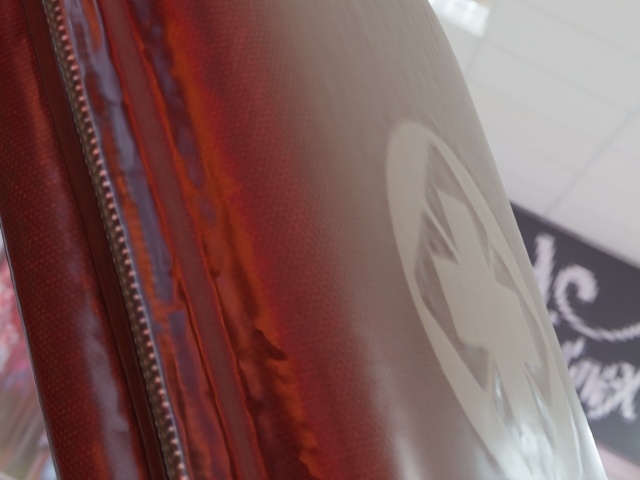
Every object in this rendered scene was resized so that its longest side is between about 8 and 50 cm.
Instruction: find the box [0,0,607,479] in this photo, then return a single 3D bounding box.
[{"bbox_3d":[0.008,0.046,0.530,0.108,0.404,0.263,-23,-18,19],"label":"box"}]
